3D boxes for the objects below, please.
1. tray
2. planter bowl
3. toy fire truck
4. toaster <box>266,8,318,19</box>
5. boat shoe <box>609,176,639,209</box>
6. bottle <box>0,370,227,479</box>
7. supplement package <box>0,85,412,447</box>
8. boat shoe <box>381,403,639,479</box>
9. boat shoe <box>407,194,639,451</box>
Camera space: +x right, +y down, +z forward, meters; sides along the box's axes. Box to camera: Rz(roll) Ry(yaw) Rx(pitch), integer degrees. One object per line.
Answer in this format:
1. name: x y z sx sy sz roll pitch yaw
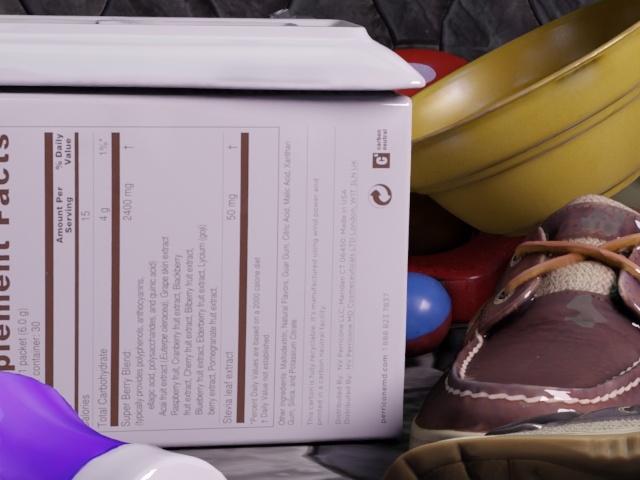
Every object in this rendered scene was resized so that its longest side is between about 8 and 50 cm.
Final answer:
1. tray: -0.091 -0.095 0.893 0.270 0.030 0.145 0 9 -7
2. planter bowl: 0.130 -0.063 1.055 0.217 0.090 0.217 -28 10 6
3. toy fire truck: 0.000 0.000 1.167 0.302 0.169 0.254 1 31 3
4. toaster: -0.042 -0.065 1.450 0.146 0.227 0.129 -16 4 7
5. boat shoe: 0.254 -0.071 1.805 0.324 0.122 0.120 1 10 8
6. bottle: -0.153 0.078 0.556 0.283 0.118 0.092 5 8 35
7. supplement package: -0.116 0.004 0.923 0.293 0.175 0.177 0 10 -11
8. boat shoe: 0.134 0.091 0.643 0.223 0.080 0.073 -2 11 16
9. boat shoe: 0.124 0.039 0.881 0.123 0.123 0.342 3 7 21
